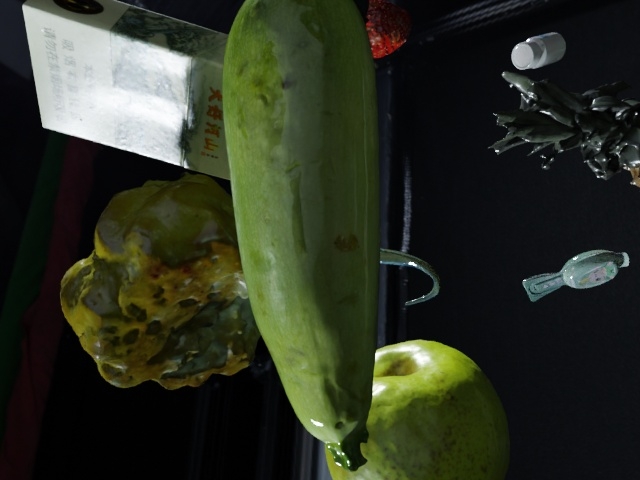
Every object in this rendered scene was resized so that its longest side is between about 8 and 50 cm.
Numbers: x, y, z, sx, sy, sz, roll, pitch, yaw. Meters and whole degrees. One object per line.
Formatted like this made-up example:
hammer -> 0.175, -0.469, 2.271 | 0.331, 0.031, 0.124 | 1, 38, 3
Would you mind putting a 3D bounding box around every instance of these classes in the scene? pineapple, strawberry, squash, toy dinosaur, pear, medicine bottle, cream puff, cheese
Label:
pineapple -> 0.419, -0.149, 0.733 | 0.364, 0.165, 0.166 | 22, -94, 10
strawberry -> 0.122, -0.450, 1.104 | 0.148, 0.131, 0.131 | -28, -123, 6
squash -> -0.010, -0.011, 0.400 | 0.118, 0.118, 0.371 | -1, -85, 36
toy dinosaur -> -0.008, -0.007, 0.740 | 0.362, 0.147, 0.077 | 12, -118, 36
pear -> 0.186, 0.404, 1.022 | 0.390, 0.391, 0.392 | -13, -114, 32
medicine bottle -> 0.377, -0.327, 0.908 | 0.052, 0.089, 0.052 | 41, -37, 41
cream puff -> -0.164, 0.040, 0.623 | 0.282, 0.281, 0.185 | -52, -132, 8
cheese -> 0.311, 0.041, 0.639 | 0.120, 0.067, 0.026 | -23, -133, 20

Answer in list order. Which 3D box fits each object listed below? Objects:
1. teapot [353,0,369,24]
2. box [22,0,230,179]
teapot -> 0.037, -0.378, 0.891 | 0.087, 0.096, 0.177 | -17, -148, 39
box -> -0.202, -0.181, 0.629 | 0.164, 0.256, 0.069 | 112, -9, -47
